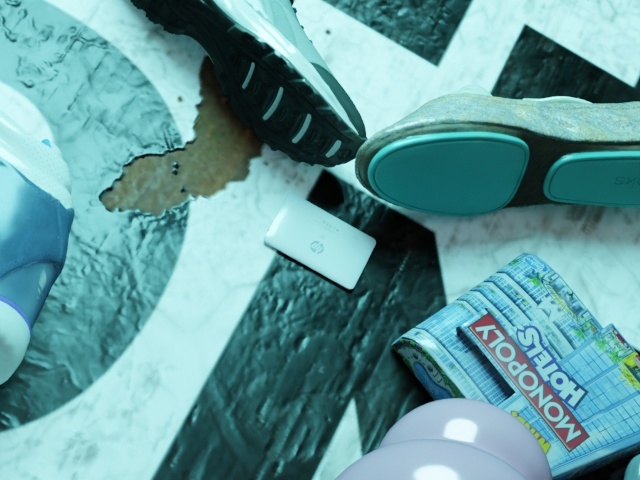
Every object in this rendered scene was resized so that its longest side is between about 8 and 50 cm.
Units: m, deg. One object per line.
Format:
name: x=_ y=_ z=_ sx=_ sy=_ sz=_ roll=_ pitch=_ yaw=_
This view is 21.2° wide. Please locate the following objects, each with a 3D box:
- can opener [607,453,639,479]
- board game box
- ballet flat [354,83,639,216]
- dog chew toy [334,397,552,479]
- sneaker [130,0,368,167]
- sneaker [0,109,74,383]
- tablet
can opener: x=0.355 y=0.254 z=1.342 sx=0.280 sy=0.074 sz=0.093 roll=27 pitch=59 yaw=-4
board game box: x=0.157 y=0.125 z=1.349 sx=0.194 sy=0.060 sz=0.194 roll=-32 pitch=78 yaw=-30
ballet flat: x=0.164 y=-0.081 z=1.448 sx=0.316 sy=0.108 sz=0.106 roll=4 pitch=42 yaw=-23
dog chew toy: x=0.072 y=0.229 z=1.133 sx=0.206 sy=0.207 sz=0.332 roll=31 pitch=37 yaw=-2
sneaker: x=-0.049 y=-0.177 z=1.413 sx=0.108 sy=0.100 sz=0.271 roll=-34 pitch=78 yaw=-36
sneaker: x=-0.339 y=-0.033 z=1.231 sx=0.322 sy=0.130 sz=0.236 roll=14 pitch=50 yaw=-7
tablet: x=0.000 y=0.000 z=1.390 sx=0.083 sy=0.006 sz=0.054 roll=29 pitch=58 yaw=-2
